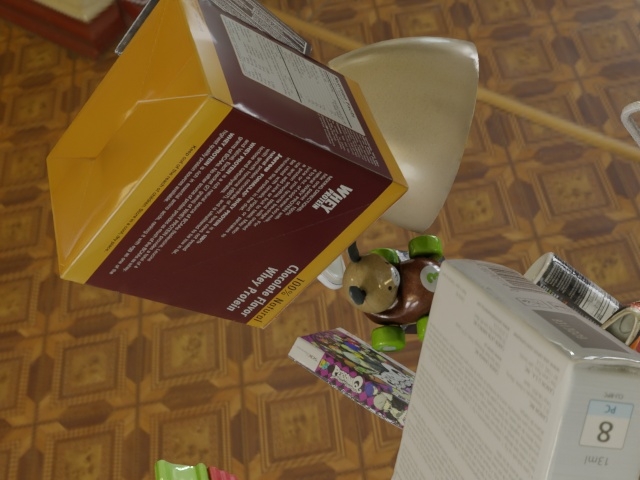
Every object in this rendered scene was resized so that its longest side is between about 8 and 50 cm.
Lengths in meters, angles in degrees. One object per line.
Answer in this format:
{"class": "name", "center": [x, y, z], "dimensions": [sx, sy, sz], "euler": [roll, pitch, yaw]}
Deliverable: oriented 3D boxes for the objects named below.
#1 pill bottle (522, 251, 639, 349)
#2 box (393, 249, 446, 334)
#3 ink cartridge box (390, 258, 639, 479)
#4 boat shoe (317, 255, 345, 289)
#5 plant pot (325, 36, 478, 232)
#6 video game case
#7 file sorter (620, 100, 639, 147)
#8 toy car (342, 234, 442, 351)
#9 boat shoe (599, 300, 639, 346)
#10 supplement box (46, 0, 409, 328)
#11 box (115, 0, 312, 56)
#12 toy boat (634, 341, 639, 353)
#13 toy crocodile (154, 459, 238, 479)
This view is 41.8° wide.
{"class": "pill bottle", "center": [0.523, 0.144, 1.693], "dimensions": [0.245, 0.130, 0.130], "euler": [37, 65, 1]}
{"class": "box", "center": [0.214, 0.111, 1.751], "dimensions": [0.158, 0.093, 0.156], "euler": [7, 44, -39]}
{"class": "ink cartridge box", "center": [0.160, 0.238, 0.786], "dimensions": [0.091, 0.385, 0.308], "euler": [7, 12, -12]}
{"class": "boat shoe", "center": [0.000, 0.000, 1.888], "dimensions": [0.083, 0.076, 0.226], "euler": [-22, 77, -36]}
{"class": "plant pot", "center": [0.086, -0.169, 1.204], "dimensions": [0.191, 0.284, 0.284], "euler": [13, 53, -7]}
{"class": "video game case", "center": [0.078, 0.214, 1.342], "dimensions": [0.210, 0.232, 0.042], "euler": [30, 97, 17]}
{"class": "file sorter", "center": [0.358, -0.190, 0.641], "dimensions": [0.173, 0.193, 0.278], "euler": [8, 79, 37]}
{"class": "toy car", "center": [0.093, 0.059, 1.205], "dimensions": [0.149, 0.188, 0.155], "euler": [-17, 63, 28]}
{"class": "boat shoe", "center": [0.354, 0.127, 1.026], "dimensions": [0.043, 0.137, 0.049], "euler": [-17, 56, -46]}
{"class": "supplement box", "center": [-0.076, -0.052, 0.656], "dimensions": [0.191, 0.194, 0.129], "euler": [-45, 46, 28]}
{"class": "box", "center": [-0.182, -0.354, 1.555], "dimensions": [0.183, 0.296, 0.294], "euler": [-47, 15, 21]}
{"class": "toy boat", "center": [0.692, 0.287, 1.802], "dimensions": [0.151, 0.151, 0.231], "euler": [21, 53, 10]}
{"class": "toy crocodile", "center": [-0.129, 0.454, 1.411], "dimensions": [0.105, 0.340, 0.115], "euler": [-54, 20, 10]}
